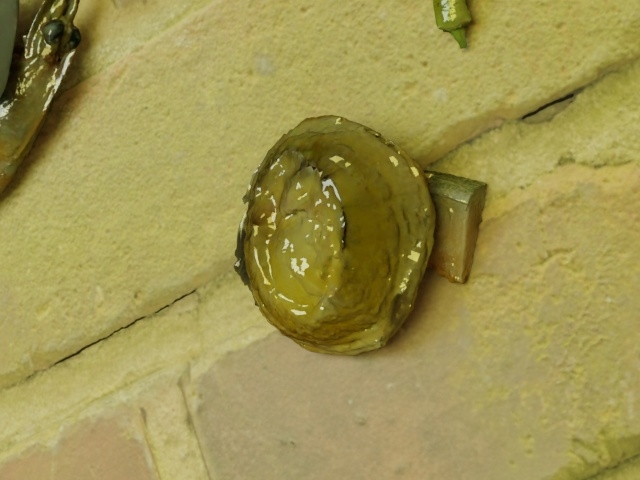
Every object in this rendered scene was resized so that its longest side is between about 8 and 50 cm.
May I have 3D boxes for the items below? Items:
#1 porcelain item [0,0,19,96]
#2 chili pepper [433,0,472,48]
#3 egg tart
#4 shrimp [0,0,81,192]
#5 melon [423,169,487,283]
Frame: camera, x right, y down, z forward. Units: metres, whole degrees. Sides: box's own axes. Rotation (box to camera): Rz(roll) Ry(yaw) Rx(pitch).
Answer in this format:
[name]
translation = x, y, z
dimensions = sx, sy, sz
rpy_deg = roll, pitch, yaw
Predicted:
[porcelain item]
translation = -0.532, -0.210, 1.650
dimensions = 0.405, 0.178, 0.243
rpy_deg = -9, 68, 35
[chili pepper]
translation = 0.144, -0.294, 1.442
dimensions = 0.049, 0.043, 0.208
rpy_deg = 14, 89, 39
[egg tart]
translation = 0.000, 0.000, 1.419
dimensions = 0.252, 0.098, 0.232
rpy_deg = -43, 72, 32
[shrimp]
translation = -0.370, -0.165, 1.655
dimensions = 0.168, 0.077, 0.317
rpy_deg = 44, 105, 26
[melon]
translation = 0.072, -0.028, 1.448
dimensions = 0.182, 0.054, 0.098
rpy_deg = 18, 107, 27
